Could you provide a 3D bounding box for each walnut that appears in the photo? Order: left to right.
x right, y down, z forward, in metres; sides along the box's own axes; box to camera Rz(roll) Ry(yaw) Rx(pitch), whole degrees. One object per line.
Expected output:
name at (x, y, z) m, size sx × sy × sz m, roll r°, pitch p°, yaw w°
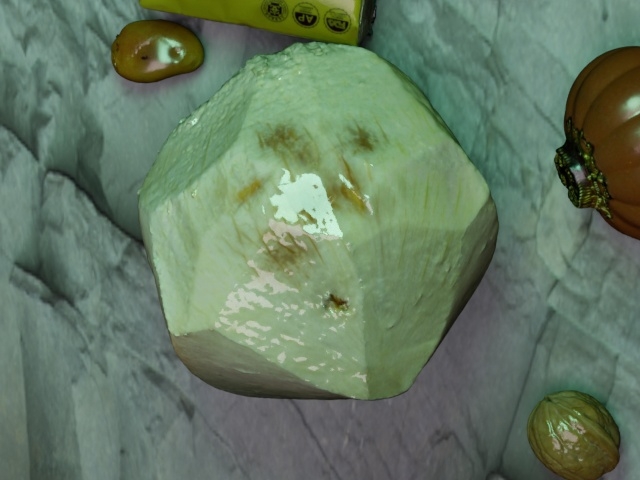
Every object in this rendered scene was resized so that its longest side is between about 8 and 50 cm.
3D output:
walnut at (0.306, 0.236, 1.834) m, size 0.105 × 0.105 × 0.124 m, roll -37°, pitch 105°, yaw 21°

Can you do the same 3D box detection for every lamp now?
lamp at (0.354, -0.103, 1.658) m, size 0.196 × 0.223 × 0.223 m, roll -23°, pitch 99°, yaw -4°

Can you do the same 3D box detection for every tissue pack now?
tissue pack at (-0.060, -0.336, 1.742) m, size 0.271 × 0.134 × 0.192 m, roll 11°, pitch 107°, yaw 11°

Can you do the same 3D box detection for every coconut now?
coconut at (0.000, 0.000, 1.682) m, size 0.415 × 0.344 × 0.415 m, roll -11°, pitch 75°, yaw 46°

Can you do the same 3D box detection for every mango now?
mango at (-0.197, -0.227, 1.849) m, size 0.114 × 0.060 × 0.080 m, roll 7°, pitch 91°, yaw 15°
